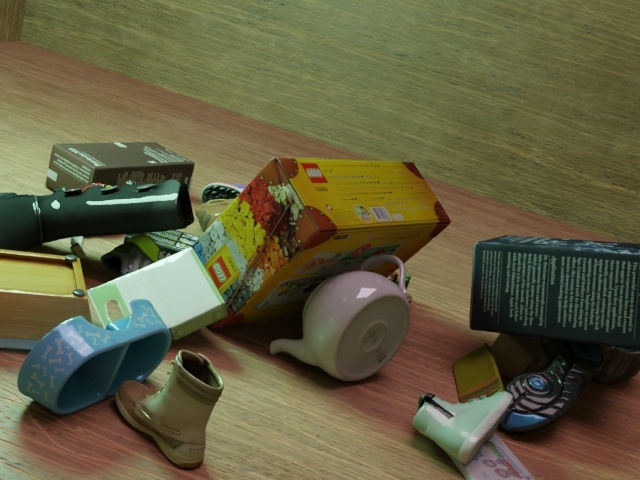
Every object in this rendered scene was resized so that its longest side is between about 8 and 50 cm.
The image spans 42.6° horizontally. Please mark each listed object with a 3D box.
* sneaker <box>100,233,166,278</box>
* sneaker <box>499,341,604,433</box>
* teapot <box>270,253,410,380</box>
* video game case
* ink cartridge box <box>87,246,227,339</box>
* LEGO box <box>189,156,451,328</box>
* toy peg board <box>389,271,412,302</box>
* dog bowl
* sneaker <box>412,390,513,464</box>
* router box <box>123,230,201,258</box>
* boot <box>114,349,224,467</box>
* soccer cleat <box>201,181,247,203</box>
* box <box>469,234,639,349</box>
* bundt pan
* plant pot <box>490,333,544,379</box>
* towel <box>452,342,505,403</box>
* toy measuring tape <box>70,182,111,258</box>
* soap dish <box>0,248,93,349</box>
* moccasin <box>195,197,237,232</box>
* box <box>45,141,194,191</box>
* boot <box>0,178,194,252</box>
[{"bbox_3d":[-0.372,0.096,1.806,0.121,0.111,0.300,-25,42,-34],"label":"sneaker"},{"bbox_3d":[0.504,0.347,1.810,0.341,0.139,0.125,-25,52,-36],"label":"sneaker"},{"bbox_3d":[0.057,0.157,1.743,0.256,0.252,0.187,1,25,-42],"label":"teapot"},{"bbox_3d":[0.316,0.420,1.574,0.143,0.019,0.157,8,21,-24],"label":"video game case"},{"bbox_3d":[-0.331,0.128,1.671,0.235,0.056,0.171,-25,56,-16],"label":"ink cartridge box"},{"bbox_3d":[0.000,0.000,1.874,0.500,0.372,0.193,-4,58,-50],"label":"LEGO box"},{"bbox_3d":[0.161,0.120,2.198,0.161,0.079,0.161,22,19,15],"label":"toy peg board"},{"bbox_3d":[-0.370,0.201,1.400,0.074,0.166,0.297,37,25,20],"label":"dog bowl"},{"bbox_3d":[0.278,0.328,1.615,0.151,0.094,0.256,31,25,23],"label":"sneaker"},{"bbox_3d":[-0.399,0.009,2.082,0.179,0.046,0.133,16,19,-2],"label":"router box"},{"bbox_3d":[-0.248,0.247,1.346,0.213,0.165,0.077,32,23,35],"label":"boot"},{"bbox_3d":[-0.208,-0.121,2.531,0.318,0.108,0.116,12,15,-8],"label":"soccer cleat"},{"bbox_3d":[0.582,0.109,1.922,0.396,0.212,0.293,5,5,25],"label":"box"},{"bbox_3d":[0.709,0.268,2.181,0.331,0.124,0.331,15,18,-5],"label":"bundt pan"},{"bbox_3d":[0.476,0.279,1.995,0.096,0.109,0.109,43,29,28],"label":"plant pot"},{"bbox_3d":[0.347,0.305,1.827,0.021,0.102,0.237,58,12,-14],"label":"towel"},{"bbox_3d":[-0.551,-0.060,2.036,0.121,0.121,0.330,11,23,-16],"label":"toy measuring tape"},{"bbox_3d":[-0.578,0.104,1.547,0.291,0.118,0.229,7,21,-24],"label":"soap dish"},{"bbox_3d":[-0.182,-0.068,2.376,0.380,0.139,0.147,-8,38,-32],"label":"moccasin"},{"bbox_3d":[-0.570,-0.191,2.364,0.191,0.143,0.381,28,23,29],"label":"box"},{"bbox_3d":[-0.514,-0.036,1.771,0.445,0.146,0.367,-1,20,-1],"label":"boot"}]
